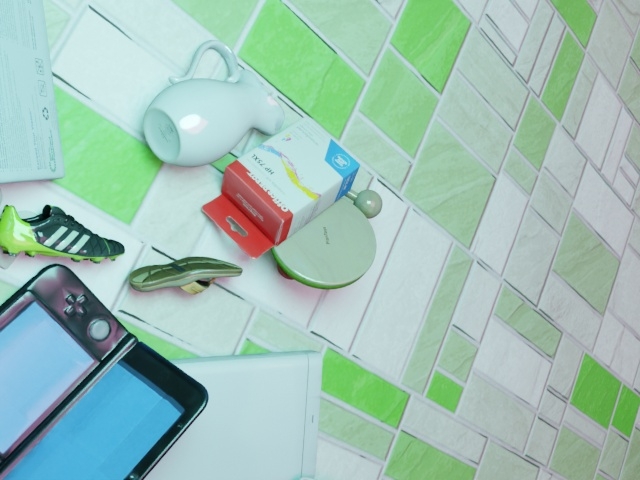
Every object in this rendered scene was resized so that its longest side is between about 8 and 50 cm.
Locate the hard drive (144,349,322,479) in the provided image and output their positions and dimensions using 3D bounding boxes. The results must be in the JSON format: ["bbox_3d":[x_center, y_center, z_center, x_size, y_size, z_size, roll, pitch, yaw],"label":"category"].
[{"bbox_3d":[-0.152,0.306,1.107,0.353,0.047,0.232,4,91,-38],"label":"hard drive"}]

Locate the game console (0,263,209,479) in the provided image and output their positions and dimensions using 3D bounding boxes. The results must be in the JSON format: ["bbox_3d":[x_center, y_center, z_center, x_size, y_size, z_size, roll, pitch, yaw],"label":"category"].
[{"bbox_3d":[-0.343,0.214,0.869,0.293,0.173,0.250,-49,120,-26],"label":"game console"}]

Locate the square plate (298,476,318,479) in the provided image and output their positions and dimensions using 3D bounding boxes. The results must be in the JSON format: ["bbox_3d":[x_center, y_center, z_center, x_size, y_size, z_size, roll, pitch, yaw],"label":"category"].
[{"bbox_3d":[0.006,0.626,1.238,0.344,0.049,0.347,31,76,-37],"label":"square plate"}]

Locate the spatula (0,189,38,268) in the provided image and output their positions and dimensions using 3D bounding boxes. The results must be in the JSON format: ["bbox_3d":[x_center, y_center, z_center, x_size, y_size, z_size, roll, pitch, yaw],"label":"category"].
[{"bbox_3d":[-0.474,0.022,0.831,0.242,0.019,0.168,-58,144,-20],"label":"spatula"}]

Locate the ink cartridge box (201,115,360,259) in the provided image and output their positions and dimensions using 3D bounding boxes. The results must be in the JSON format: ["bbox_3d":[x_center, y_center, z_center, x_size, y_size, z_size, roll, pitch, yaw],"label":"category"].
[{"bbox_3d":[-0.064,-0.088,1.094,0.134,0.078,0.231,43,58,14],"label":"ink cartridge box"}]

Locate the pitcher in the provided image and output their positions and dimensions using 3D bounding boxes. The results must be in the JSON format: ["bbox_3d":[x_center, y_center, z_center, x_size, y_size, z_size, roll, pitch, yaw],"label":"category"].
[{"bbox_3d":[-0.176,-0.211,1.025,0.207,0.125,0.177,-33,92,-44],"label":"pitcher"}]

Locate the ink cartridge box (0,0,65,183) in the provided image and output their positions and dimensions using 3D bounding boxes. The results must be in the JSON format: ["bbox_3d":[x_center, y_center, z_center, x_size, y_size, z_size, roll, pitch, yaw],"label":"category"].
[{"bbox_3d":[-0.390,-0.221,0.735,0.072,0.330,0.323,-4,97,3],"label":"ink cartridge box"}]

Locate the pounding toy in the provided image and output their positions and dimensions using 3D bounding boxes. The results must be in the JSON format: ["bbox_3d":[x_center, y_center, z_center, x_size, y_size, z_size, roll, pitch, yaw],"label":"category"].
[{"bbox_3d":[0.000,0.000,1.173,0.183,0.110,0.236,22,54,-3],"label":"pounding toy"}]

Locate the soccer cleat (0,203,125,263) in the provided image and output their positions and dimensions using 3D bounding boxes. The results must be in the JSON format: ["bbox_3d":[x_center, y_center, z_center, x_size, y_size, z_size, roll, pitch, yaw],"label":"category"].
[{"bbox_3d":[-0.345,-0.009,0.917,0.179,0.060,0.072,9,90,-45],"label":"soccer cleat"}]

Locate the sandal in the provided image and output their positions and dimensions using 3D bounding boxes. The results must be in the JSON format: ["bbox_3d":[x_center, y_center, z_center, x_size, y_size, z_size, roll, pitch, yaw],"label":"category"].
[{"bbox_3d":[-0.207,0.061,1.039,0.180,0.072,0.049,-11,115,-36],"label":"sandal"}]
